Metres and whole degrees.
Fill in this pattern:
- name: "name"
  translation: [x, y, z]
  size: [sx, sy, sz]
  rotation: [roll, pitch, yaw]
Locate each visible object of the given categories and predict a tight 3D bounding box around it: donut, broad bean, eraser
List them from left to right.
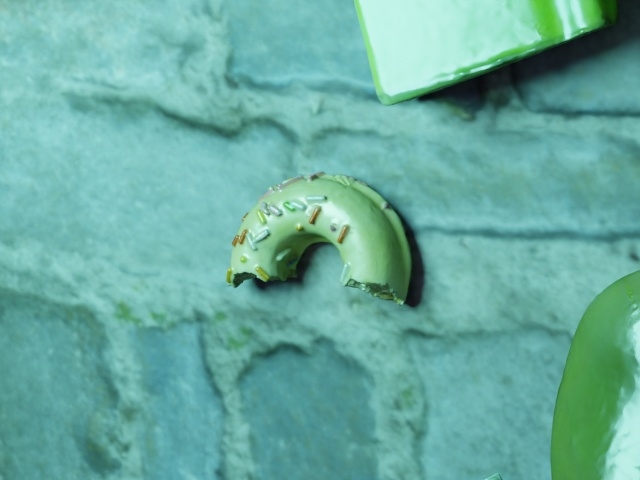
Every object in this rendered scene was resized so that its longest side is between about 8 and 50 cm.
- name: "donut"
  translation: [-0.002, -0.005, 1.626]
  size: [0.166, 0.065, 0.108]
  rotation: [7, 95, 22]
- name: "eraser"
  translation: [0.117, -0.268, 1.550]
  size: [0.210, 0.092, 0.274]
  rotation: [-17, 85, 22]
- name: "broad bean"
  translation: [0.266, 0.153, 1.502]
  size: [0.189, 0.121, 0.263]
  rotation: [1, 78, 44]

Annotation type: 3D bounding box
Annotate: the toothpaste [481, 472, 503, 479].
- name: "toothpaste"
  translation: [0.183, 0.298, 1.583]
  size: [0.064, 0.041, 0.218]
  rotation: [-25, 86, 33]
